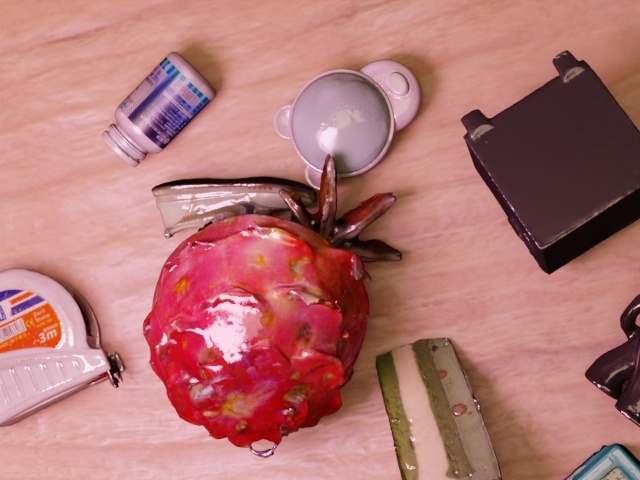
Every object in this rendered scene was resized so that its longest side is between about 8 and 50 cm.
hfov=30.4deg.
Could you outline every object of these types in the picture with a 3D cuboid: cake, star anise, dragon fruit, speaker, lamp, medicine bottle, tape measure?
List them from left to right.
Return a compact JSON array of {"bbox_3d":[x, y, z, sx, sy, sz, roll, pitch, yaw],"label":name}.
[{"bbox_3d":[-0.496,0.181,1.989,0.258,0.130,0.265,-26,79,3],"label":"tape measure"},{"bbox_3d":[-0.275,-0.218,1.987,0.191,0.107,0.107,-45,82,3],"label":"medicine bottle"},{"bbox_3d":[-0.106,0.158,1.831,0.386,0.249,0.371,-32,107,23],"label":"dragon fruit"},{"bbox_3d":[0.000,-0.001,1.923,0.288,0.088,0.288,-3,116,-7],"label":"star anise"},{"bbox_3d":[0.054,-0.206,1.943,0.246,0.108,0.179,-32,88,4],"label":"lamp"},{"bbox_3d":[0.188,0.320,1.927,0.158,0.172,0.283,-15,52,0],"label":"cake"},{"bbox_3d":[0.374,-0.119,1.841,0.232,0.184,0.254,-33,70,4],"label":"speaker"}]

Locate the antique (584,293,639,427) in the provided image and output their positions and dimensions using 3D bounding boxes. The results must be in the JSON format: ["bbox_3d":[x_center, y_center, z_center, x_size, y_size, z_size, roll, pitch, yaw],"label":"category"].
[{"bbox_3d":[0.594,0.203,1.790,0.322,0.185,0.255,40,97,20],"label":"antique"}]

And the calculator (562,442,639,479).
[{"bbox_3d":[0.470,0.493,1.875,0.248,0.058,0.274,-43,84,4],"label":"calculator"}]

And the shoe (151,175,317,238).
[{"bbox_3d":[-0.143,-0.057,1.967,0.275,0.103,0.098,-2,103,9],"label":"shoe"}]
